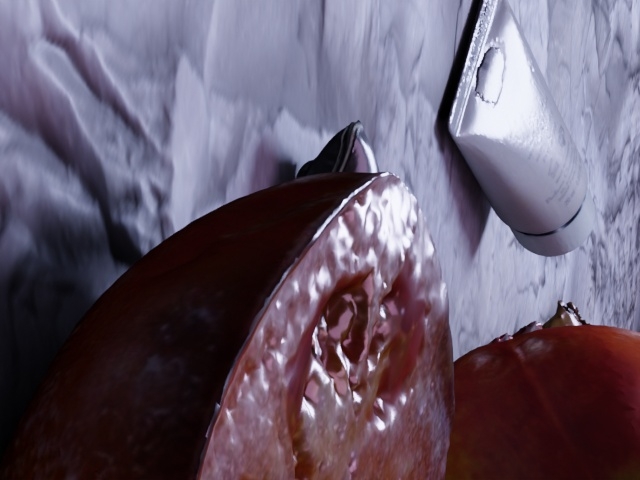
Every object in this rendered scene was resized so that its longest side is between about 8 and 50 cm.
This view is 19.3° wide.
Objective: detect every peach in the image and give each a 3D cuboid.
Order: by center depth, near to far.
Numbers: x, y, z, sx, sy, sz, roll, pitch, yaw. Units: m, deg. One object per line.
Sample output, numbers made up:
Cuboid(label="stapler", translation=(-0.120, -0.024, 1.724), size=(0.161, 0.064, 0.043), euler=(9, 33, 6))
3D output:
Cuboid(label="peach", translation=(0.211, 0.221, 1.543), size=(0.370, 0.370, 0.370), euler=(12, 90, -75))

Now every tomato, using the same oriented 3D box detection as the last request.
Cuboid(label="tomato", translation=(-0.054, 0.119, 0.845), size=(0.338, 0.143, 0.338), euler=(9, 90, -71))

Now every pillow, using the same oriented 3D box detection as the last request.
Cuboid(label="pillow", translation=(0.002, 0.001, 1.109), size=(0.091, 0.055, 0.136), euler=(-22, -133, 70))

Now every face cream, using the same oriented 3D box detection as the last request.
Cuboid(label="face cream", translation=(0.171, -0.084, 1.614), size=(0.314, 0.089, 0.143), euler=(56, 49, -59))

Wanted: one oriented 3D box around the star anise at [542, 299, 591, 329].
Cuboid(label="star anise", translation=(0.275, 0.198, 2.078), size=(0.346, 0.148, 0.237), euler=(29, 75, -64))
